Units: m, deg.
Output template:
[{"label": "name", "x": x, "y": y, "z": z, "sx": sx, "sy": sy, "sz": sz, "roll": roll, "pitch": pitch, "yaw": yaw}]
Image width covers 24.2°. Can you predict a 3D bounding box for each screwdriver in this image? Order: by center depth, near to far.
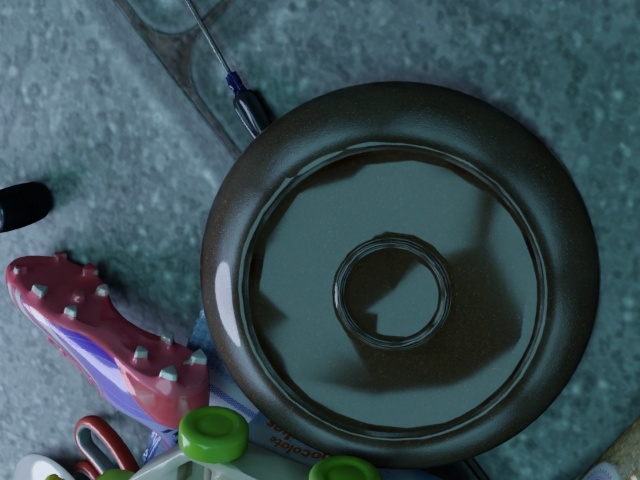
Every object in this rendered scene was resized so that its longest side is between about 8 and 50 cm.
[{"label": "screwdriver", "x": -0.079, "y": -0.150, "z": 1.228, "sx": 0.024, "sy": 0.025, "sz": 0.170, "roll": -31, "pitch": 82, "yaw": 33}]

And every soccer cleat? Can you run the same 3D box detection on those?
[{"label": "soccer cleat", "x": -0.195, "y": 0.095, "z": 1.314, "sx": 0.248, "sy": 0.083, "sz": 0.095, "roll": 30, "pitch": 124, "yaw": 30}]

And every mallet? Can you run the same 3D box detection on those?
[{"label": "mallet", "x": -0.341, "y": -0.045, "z": 1.372, "sx": 0.189, "sy": 0.062, "sz": 0.039, "roll": 13, "pitch": 112, "yaw": 24}]

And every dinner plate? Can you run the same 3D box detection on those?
[{"label": "dinner plate", "x": -0.259, "y": 0.274, "z": 1.446, "sx": 0.141, "sy": 0.017, "sz": 0.141, "roll": 22, "pitch": 125, "yaw": 35}]

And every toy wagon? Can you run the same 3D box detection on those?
[{"label": "toy wagon", "x": -0.074, "y": 0.261, "z": 1.227, "sx": 0.344, "sy": 0.068, "sz": 0.267, "roll": 19, "pitch": 121, "yaw": 23}]

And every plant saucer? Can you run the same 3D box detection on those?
[{"label": "plant saucer", "x": 0.056, "y": 0.036, "z": 1.136, "sx": 0.310, "sy": 0.050, "sz": 0.310, "roll": 2, "pitch": 104, "yaw": 6}]

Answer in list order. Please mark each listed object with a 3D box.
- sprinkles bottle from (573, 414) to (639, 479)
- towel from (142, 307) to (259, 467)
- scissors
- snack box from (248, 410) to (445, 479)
[{"label": "sprinkles bottle", "x": 0.244, "y": 0.208, "z": 1.114, "sx": 0.121, "sy": 0.121, "sz": 0.355, "roll": 41, "pitch": 121, "yaw": 10}, {"label": "towel", "x": -0.035, "y": 0.152, "z": 1.296, "sx": 0.209, "sy": 0.034, "sz": 0.285, "roll": 32, "pitch": 121, "yaw": 12}, {"label": "scissors", "x": -0.148, "y": 0.284, "z": 1.352, "sx": 0.297, "sy": 0.021, "sz": 0.109, "roll": 47, "pitch": 130, "yaw": 31}, {"label": "snack box", "x": 0.002, "y": 0.312, "z": 1.289, "sx": 0.187, "sy": 0.060, "sz": 0.322, "roll": 21, "pitch": 122, "yaw": 18}]
